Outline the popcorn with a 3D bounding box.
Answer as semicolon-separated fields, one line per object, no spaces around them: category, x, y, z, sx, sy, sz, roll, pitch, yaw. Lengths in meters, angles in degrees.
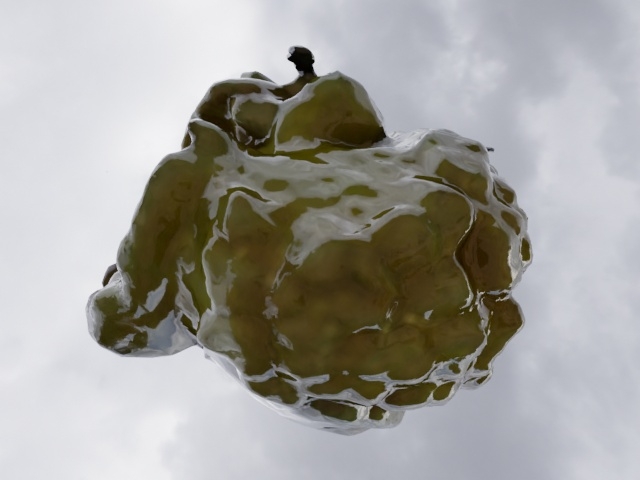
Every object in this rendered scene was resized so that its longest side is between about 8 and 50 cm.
popcorn;0.000;0.001;0.438;0.189;0.218;0.169;22;-89;-3
